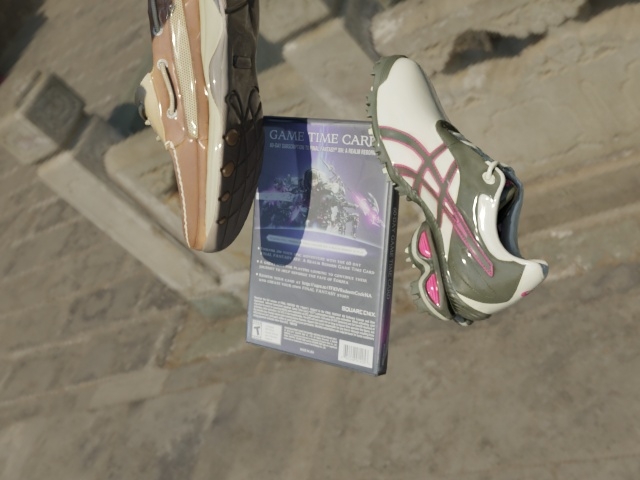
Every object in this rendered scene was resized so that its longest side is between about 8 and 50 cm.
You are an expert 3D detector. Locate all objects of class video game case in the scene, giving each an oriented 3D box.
[{"bbox_3d":[0.000,0.000,1.075,0.196,0.026,0.274,9,97,38],"label":"video game case"}]

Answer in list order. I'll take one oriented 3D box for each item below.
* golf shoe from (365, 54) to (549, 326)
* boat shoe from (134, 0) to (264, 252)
[{"bbox_3d":[0.128,-0.060,0.888,0.120,0.105,0.273,-25,74,34],"label":"golf shoe"},{"bbox_3d":[-0.132,-0.149,1.017,0.116,0.123,0.324,2,92,17],"label":"boat shoe"}]
